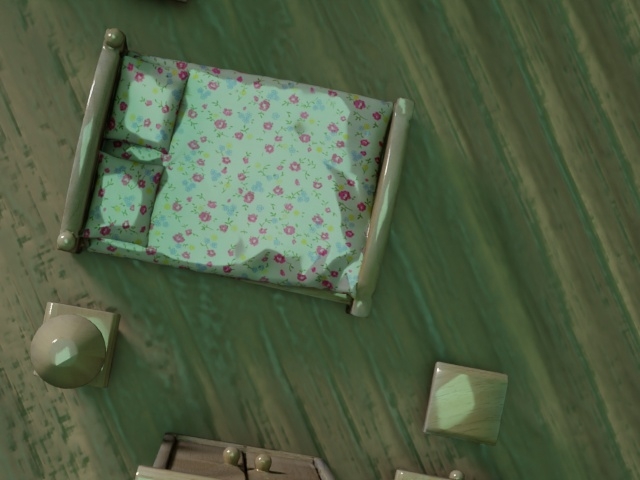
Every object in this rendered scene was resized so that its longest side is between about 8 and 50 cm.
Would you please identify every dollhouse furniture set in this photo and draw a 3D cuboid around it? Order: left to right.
[{"bbox_3d":[0.000,0.000,0.685,0.303,0.174,0.355,11,87,-4],"label":"dollhouse furniture set"}]
